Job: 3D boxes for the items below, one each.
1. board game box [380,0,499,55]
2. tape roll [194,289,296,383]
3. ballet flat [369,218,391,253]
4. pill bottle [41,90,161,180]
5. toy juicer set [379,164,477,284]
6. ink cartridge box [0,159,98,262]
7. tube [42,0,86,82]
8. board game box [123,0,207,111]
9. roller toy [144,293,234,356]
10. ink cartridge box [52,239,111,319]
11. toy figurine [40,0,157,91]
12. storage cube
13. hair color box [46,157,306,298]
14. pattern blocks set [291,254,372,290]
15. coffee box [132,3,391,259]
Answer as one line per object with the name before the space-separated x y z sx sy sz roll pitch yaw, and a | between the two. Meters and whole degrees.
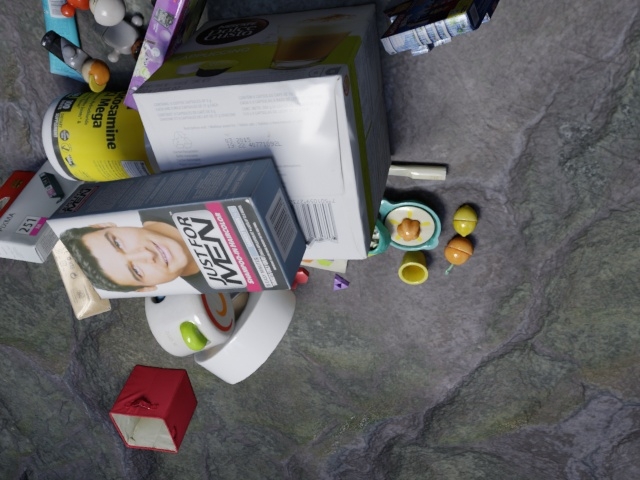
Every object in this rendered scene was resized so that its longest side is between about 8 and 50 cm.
board game box | 0.184 -0.369 0.982 0.194 0.194 0.060 -6 128 36
tape roll | -0.190 0.212 1.465 0.100 0.286 0.286 39 127 -19
ballet flat | 0.055 -0.065 1.258 0.247 0.087 0.083 45 113 1
pill bottle | -0.380 -0.217 1.217 0.334 0.187 0.187 1 129 12
toy juicer set | 0.231 -0.044 1.278 0.209 0.089 0.329 -13 124 23
ink cartridge box | -0.682 -0.082 1.341 0.239 0.275 0.060 8 139 10
tube | -0.522 -0.417 1.179 0.080 0.052 0.207 19 136 4
board game box | -0.240 -0.407 1.012 0.056 0.208 0.347 30 130 -8
roller toy | -0.296 0.157 1.316 0.146 0.209 0.191 -21 81 12
ink cartridge box | -0.603 0.048 1.453 0.088 0.193 0.234 -18 116 -17
toy figurine | -0.377 -0.396 1.050 0.148 0.213 0.209 34 130 5
storage cube | -0.528 0.538 1.874 0.184 0.193 0.214 2 129 12
hair color box | -0.233 -0.010 0.965 0.375 0.113 0.185 -4 128 21
pattern blocks set | 0.000 0.000 1.411 0.286 0.026 0.324 -1 128 14
coffee box | -0.069 -0.197 1.058 0.338 0.334 0.338 1 129 16
